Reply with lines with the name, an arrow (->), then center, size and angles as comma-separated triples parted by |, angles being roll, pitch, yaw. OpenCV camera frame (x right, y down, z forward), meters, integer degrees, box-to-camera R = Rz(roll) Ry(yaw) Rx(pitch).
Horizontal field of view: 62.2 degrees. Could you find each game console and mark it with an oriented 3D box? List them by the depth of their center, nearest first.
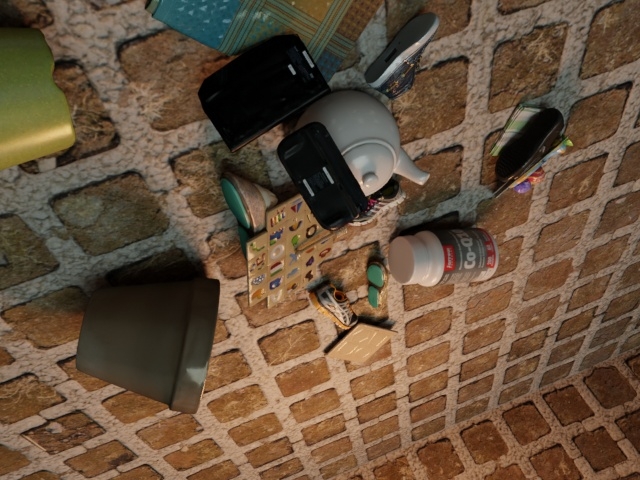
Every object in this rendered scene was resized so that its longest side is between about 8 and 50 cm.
game console -> -0.048, -0.176, 0.973 | 0.213, 0.044, 0.361 | -31, 103, 5

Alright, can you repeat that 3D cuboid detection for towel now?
towel -> -0.075, -0.422, 0.907 | 0.370, 0.040, 0.271 | 14, 127, -40
towel -> 0.518, -0.279, 1.371 | 0.113, 0.023, 0.152 | 1, 133, -27

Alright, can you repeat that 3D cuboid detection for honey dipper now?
honey dipper -> 0.000, 0.000, 1.345 | 0.161, 0.030, 0.030 | -27, 144, -30

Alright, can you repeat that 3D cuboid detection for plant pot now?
plant pot -> -0.514, -0.198, 0.772 | 0.254, 0.276, 0.276 | -19, 140, -26
plant pot -> -0.404, 0.226, 1.250 | 0.281, 0.323, 0.323 | 12, 129, -15

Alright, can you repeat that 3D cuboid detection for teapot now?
teapot -> 0.064, -0.178, 1.120 | 0.256, 0.187, 0.252 | -31, 139, 7

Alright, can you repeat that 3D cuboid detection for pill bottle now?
pill bottle -> 0.351, 0.048, 1.523 | 0.284, 0.161, 0.161 | -4, 135, -24

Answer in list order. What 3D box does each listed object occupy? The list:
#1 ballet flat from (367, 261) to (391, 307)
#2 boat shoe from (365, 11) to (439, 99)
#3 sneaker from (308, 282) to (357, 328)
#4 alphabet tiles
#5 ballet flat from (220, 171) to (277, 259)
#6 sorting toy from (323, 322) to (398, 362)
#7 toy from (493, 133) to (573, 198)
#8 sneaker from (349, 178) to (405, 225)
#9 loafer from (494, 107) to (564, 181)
ballet flat -> 0.179, 0.120, 1.599 | 0.067, 0.073, 0.206 | -39, 150, -29
boat shoe -> 0.180, -0.370, 1.075 | 0.083, 0.065, 0.183 | 21, 128, -42
sneaker -> 0.057, 0.198, 1.594 | 0.083, 0.084, 0.215 | -42, 136, 10
alphabet tiles -> -0.067, 0.021, 1.311 | 0.285, 0.011, 0.342 | -32, 146, -32
ballet flat -> -0.148, -0.059, 1.221 | 0.106, 0.107, 0.315 | -35, 149, -21
sorting toy -> 0.139, 0.351, 1.836 | 0.193, 0.038, 0.208 | 20, 126, -40
toy -> 0.577, -0.184, 1.427 | 0.237, 0.056, 0.137 | -46, 173, 17
sneaker -> 0.133, -0.101, 1.332 | 0.171, 0.063, 0.074 | -29, 140, -4
loafer -> 0.545, -0.232, 1.360 | 0.078, 0.080, 0.220 | 15, 127, -39
